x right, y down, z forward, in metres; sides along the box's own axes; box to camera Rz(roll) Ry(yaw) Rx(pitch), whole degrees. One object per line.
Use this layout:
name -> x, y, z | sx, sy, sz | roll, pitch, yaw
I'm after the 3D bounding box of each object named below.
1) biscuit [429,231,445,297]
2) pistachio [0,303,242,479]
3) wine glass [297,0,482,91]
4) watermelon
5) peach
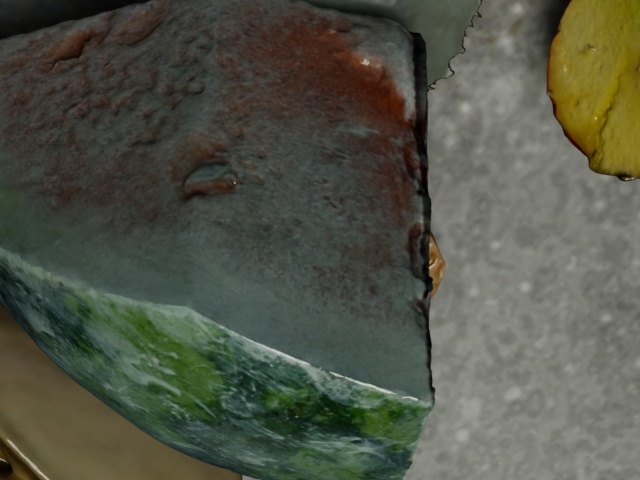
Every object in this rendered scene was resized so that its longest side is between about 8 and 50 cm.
biscuit -> 0.000, -0.001, 0.886 | 0.140, 0.023, 0.118 | 17, 113, -19
pistachio -> -0.136, 0.101, 0.854 | 0.206, 0.131, 0.129 | 30, 100, -20
wine glass -> -0.116, -0.105, 0.805 | 0.310, 0.096, 0.264 | 19, 136, -21
watermelon -> -0.047, -0.022, 0.758 | 0.290, 0.320, 0.213 | 32, 94, 10
peach -> 0.195, -0.091, 0.825 | 0.151, 0.118, 0.151 | 17, 127, 24
